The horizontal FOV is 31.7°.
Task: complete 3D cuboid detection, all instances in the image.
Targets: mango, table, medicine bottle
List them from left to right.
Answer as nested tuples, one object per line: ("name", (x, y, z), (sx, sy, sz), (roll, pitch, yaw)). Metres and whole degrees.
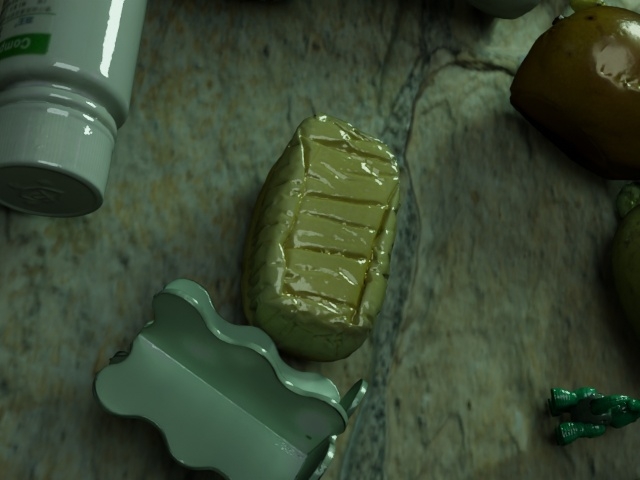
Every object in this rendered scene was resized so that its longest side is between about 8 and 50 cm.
("medicine bottle", (-0.244, -0.150, 1.063), (0.139, 0.139, 0.237), (12, 67, -17))
("table", (-0.085, 0.134, 0.991), (0.198, 0.166, 0.166), (37, 61, -4))
("mango", (0.346, -0.165, 1.269), (0.236, 0.136, 0.166), (41, 85, -6))

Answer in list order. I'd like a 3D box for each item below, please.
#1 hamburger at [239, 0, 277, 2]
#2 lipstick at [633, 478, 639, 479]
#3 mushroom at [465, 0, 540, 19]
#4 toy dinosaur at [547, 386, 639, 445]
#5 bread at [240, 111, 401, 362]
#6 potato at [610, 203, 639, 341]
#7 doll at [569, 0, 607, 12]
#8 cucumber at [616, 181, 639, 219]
("hamburger", (-0.108, -0.358, 1.180), (0.288, 0.192, 0.168), (7, 77, -18))
("lipstick", (0.407, 0.267, 1.181), (0.304, 0.076, 0.076), (-8, 72, -25))
("mushroom", (0.130, -0.349, 1.265), (0.328, 0.122, 0.159), (10, 35, -38))
("toy dinosaur", (0.286, 0.173, 1.151), (0.096, 0.132, 0.059), (-10, 72, 0))
("bread", (0.000, 0.000, 1.111), (0.140, 0.106, 0.236), (18, 63, -12))
("potato", (0.425, 0.086, 1.221), (0.176, 0.141, 0.298), (-18, 75, -45))
("doll", (0.357, -0.452, 1.443), (0.160, 0.094, 0.365), (24, 63, -8))
("cucumber", (0.436, -0.034, 1.325), (0.187, 0.058, 0.058), (7, 67, -19))
